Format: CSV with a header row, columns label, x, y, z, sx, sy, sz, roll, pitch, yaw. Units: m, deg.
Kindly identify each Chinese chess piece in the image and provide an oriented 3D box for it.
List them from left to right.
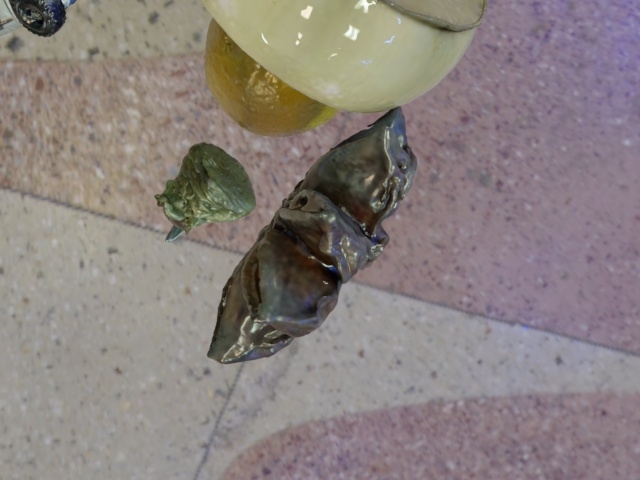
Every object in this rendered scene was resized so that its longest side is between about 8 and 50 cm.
label,x,y,z,sx,sy,sz,roll,pitch,yaw
Chinese chess piece,0.012,-0.287,1.136,0.338,0.338,0.140,30,128,-26

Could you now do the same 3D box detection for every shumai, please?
label,x,y,z,sx,sy,sz,roll,pitch,yaw
shumai,-0.114,-0.040,1.101,0.083,0.082,0.080,43,122,-11

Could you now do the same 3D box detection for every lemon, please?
label,x,y,z,sx,sy,sz,roll,pitch,yaw
lemon,-0.048,-0.219,1.384,0.188,0.257,0.188,0,76,0

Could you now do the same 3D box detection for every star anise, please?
label,x,y,z,sx,sy,sz,roll,pitch,yaw
star anise,-0.001,0.002,1.208,0.117,0.332,0.332,34,102,-1

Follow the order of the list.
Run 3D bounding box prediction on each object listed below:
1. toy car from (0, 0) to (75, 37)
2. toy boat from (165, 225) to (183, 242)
label,x,y,z,sx,sy,sz,roll,pitch,yaw
toy car,-0.243,-0.190,0.876,0.070,0.170,0.080,56,45,-29
toy boat,-0.172,-0.051,1.555,0.034,0.122,0.096,30,145,-32
